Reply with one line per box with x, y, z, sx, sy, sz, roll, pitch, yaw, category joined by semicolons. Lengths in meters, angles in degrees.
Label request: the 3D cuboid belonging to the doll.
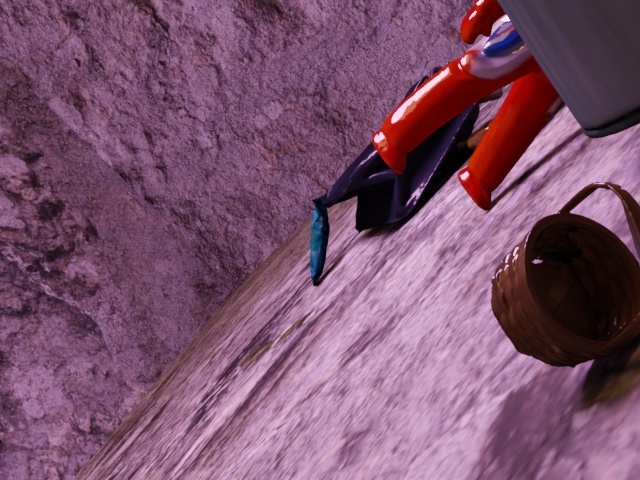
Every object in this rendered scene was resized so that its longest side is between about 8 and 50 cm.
0.215;-0.190;0.915;0.188;0.099;0.384;15;-58;-41;doll

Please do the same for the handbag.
0.133;-0.136;1.577;0.269;0.118;0.326;-53;5;-5;handbag

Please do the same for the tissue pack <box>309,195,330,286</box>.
0.000;0.000;1.708;0.085;0.028;0.138;-33;-53;-79;tissue pack

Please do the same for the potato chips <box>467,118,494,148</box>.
0.238;-0.164;1.228;0.150;0.049;0.201;-47;4;30;potato chips

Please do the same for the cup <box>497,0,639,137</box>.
0.205;-0.305;0.681;0.310;0.392;0.401;-36;3;32;cup

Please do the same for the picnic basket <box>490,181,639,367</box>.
0.120;0.015;0.469;0.072;0.072;0.083;-48;-4;-33;picnic basket
